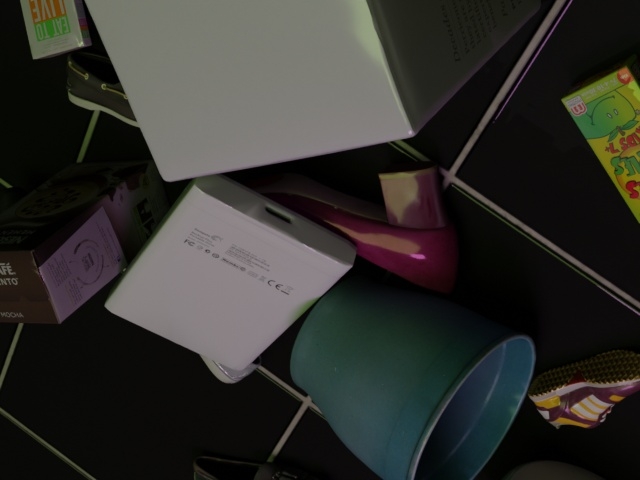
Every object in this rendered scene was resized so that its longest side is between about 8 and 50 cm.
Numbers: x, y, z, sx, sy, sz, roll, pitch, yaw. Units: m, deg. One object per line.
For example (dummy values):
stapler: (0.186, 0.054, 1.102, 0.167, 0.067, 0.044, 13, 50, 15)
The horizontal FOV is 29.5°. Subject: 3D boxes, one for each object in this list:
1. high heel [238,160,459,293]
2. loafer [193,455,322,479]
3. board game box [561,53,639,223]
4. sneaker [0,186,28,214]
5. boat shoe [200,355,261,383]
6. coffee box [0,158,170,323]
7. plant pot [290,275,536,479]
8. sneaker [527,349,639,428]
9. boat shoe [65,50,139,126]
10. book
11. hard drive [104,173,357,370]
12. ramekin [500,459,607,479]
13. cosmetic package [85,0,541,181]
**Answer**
high heel: (0.000, 0.000, 1.657, 0.377, 0.127, 0.181, -3, 106, 28)
loafer: (-0.107, 0.401, 1.995, 0.268, 0.096, 0.084, -6, 109, 34)
board game box: (0.374, -0.118, 1.432, 0.092, 0.043, 0.181, -27, 102, 38)
sneaker: (-0.462, 0.025, 1.967, 0.109, 0.130, 0.286, -10, 143, -10)
boat shoe: (-0.173, 0.118, 1.876, 0.081, 0.079, 0.227, -30, 106, 29)
coffee box: (-0.369, -0.004, 1.762, 0.168, 0.297, 0.119, -1, 118, 30)
plant pot: (0.109, 0.184, 1.644, 0.255, 0.272, 0.271, 31, 131, 30)
sneaker: (0.373, 0.204, 1.621, 0.185, 0.069, 0.084, -18, 117, 43)
boat shoe: (-0.267, -0.214, 1.716, 0.228, 0.081, 0.068, 16, 129, 24)
book: (-0.379, -0.338, 1.720, 0.096, 0.035, 0.144, -9, 97, 33)
hard drive: (-0.134, 0.052, 1.680, 0.233, 0.047, 0.353, 27, 141, -14)
ramekin: (0.331, 0.442, 1.641, 0.303, 0.303, 0.148, 32, 122, 9)
cosmetic package: (-0.010, -0.308, 1.310, 0.329, 0.393, 0.327, -7, 114, 34)
